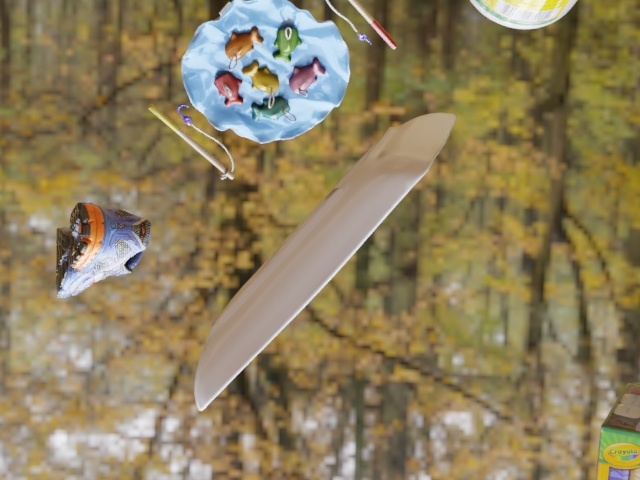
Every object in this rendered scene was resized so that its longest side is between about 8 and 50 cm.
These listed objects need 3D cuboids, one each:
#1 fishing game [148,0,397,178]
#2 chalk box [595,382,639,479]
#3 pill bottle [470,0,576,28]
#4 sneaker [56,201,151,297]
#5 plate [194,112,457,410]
[{"bbox_3d":[-0.058,-0.183,1.757,0.264,0.189,0.041,-34,-147,17],"label":"fishing game"},{"bbox_3d":[0.499,0.320,2.295,0.179,0.289,0.180,11,-159,21],"label":"chalk box"},{"bbox_3d":[0.192,-0.266,1.345,0.117,0.117,0.208,0,167,-7],"label":"pill bottle"},{"bbox_3d":[-0.244,0.017,1.780,0.087,0.083,0.221,5,168,-18],"label":"sneaker"},{"bbox_3d":[0.000,0.000,1.369,0.045,0.278,0.277,42,-164,-3],"label":"plate"}]
